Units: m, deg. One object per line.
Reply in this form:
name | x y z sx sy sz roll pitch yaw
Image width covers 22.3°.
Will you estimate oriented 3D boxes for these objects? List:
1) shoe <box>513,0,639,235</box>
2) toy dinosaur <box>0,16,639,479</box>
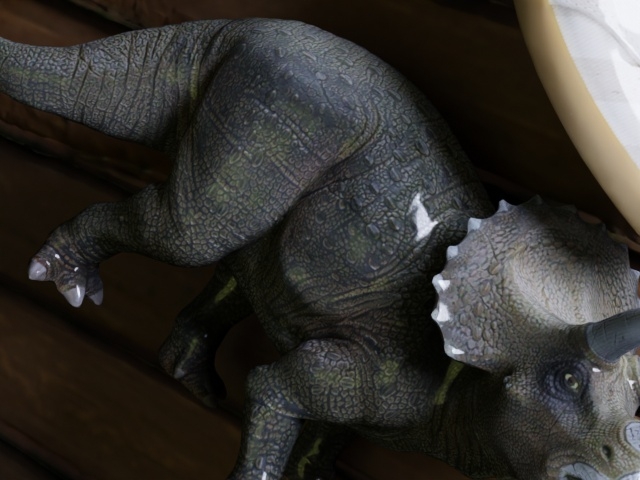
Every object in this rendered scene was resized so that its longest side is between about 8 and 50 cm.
shoe | 0.096 -0.102 0.507 0.058 0.076 0.219 -22 78 36
toy dinosaur | 0.000 0.000 0.567 0.160 0.121 0.313 -48 63 11
